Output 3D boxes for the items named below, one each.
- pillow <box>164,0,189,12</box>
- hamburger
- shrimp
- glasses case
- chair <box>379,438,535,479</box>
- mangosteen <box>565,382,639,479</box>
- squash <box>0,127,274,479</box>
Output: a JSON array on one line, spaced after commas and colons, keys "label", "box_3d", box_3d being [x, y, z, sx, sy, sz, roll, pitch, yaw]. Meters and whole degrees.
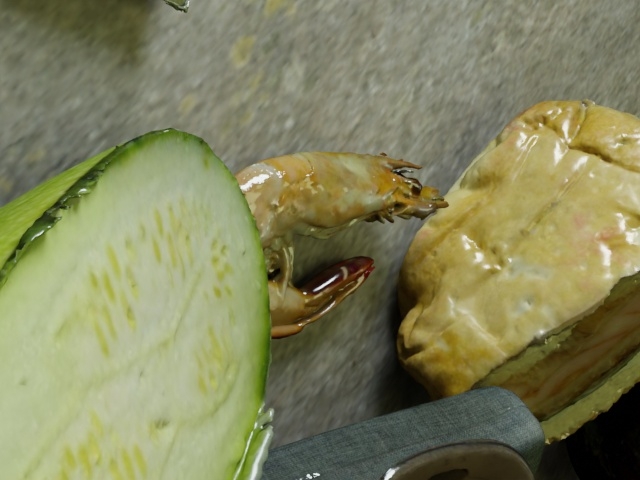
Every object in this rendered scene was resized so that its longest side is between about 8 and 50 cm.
[{"label": "pillow", "box_3d": [-0.109, -0.266, 0.768, 0.148, 0.050, 0.229, 15, 88, -44]}, {"label": "hamburger", "box_3d": [0.200, 0.004, 1.059, 0.330, 0.209, 0.162, -38, 143, 6]}, {"label": "shrimp", "box_3d": [0.003, 0.000, 0.936, 0.236, 0.053, 0.133, -14, 105, -43]}, {"label": "glasses case", "box_3d": [0.008, 0.190, 0.889, 0.323, 0.074, 0.131, -12, 135, -33]}, {"label": "chair", "box_3d": [0.057, 0.306, 0.839, 0.176, 0.183, 0.326, -2, 132, -42]}, {"label": "mangosteen", "box_3d": [0.346, 0.140, 1.199, 0.288, 0.288, 0.288, -11, 105, -47]}, {"label": "squash", "box_3d": [-0.101, 0.072, 0.712, 0.309, 0.210, 0.233, -33, 115, -34]}]
